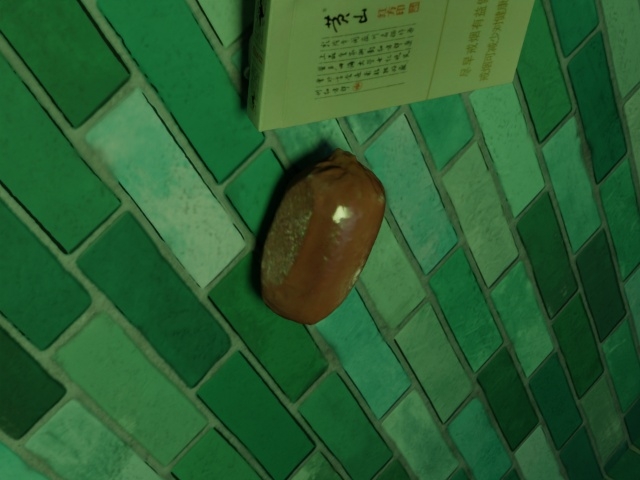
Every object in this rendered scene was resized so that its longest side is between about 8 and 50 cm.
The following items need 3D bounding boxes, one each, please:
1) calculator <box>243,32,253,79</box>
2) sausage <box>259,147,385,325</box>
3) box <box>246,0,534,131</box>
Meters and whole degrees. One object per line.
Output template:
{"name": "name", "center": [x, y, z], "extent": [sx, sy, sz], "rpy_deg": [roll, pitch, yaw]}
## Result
{"name": "calculator", "center": [-0.024, -0.235, 1.377], "extent": [0.175, 0.032, 0.100], "rpy_deg": [-28, 133, -30]}
{"name": "sausage", "center": [0.000, 0.000, 1.479], "extent": [0.148, 0.148, 0.254], "rpy_deg": [5, 112, -47]}
{"name": "box", "center": [0.091, -0.253, 1.339], "extent": [0.365, 0.051, 0.204], "rpy_deg": [-14, 138, -22]}
